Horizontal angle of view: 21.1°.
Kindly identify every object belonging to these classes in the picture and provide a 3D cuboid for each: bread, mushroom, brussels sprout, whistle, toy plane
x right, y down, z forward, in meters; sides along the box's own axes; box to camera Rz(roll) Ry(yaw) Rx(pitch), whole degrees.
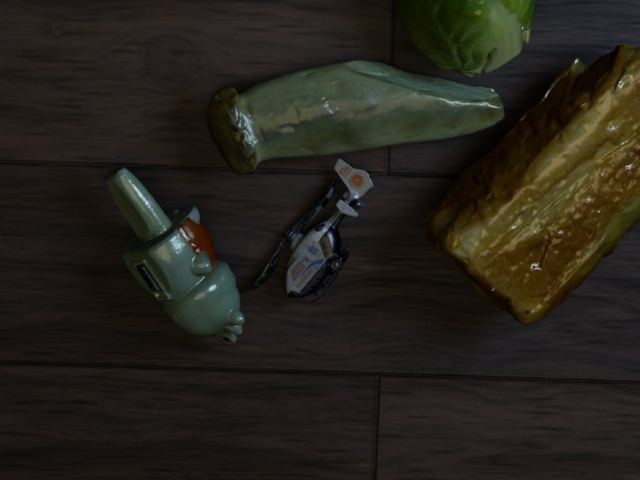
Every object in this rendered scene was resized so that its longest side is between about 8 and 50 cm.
[{"bbox_3d":[0.284,-0.068,1.937,0.344,0.149,0.195,-43,113,11],"label":"bread"},{"bbox_3d":[0.038,-0.150,1.948,0.333,0.087,0.107,-10,110,0],"label":"mushroom"},{"bbox_3d":[0.157,-0.273,1.876,0.161,0.144,0.180,-35,102,26],"label":"brussels sprout"},{"bbox_3d":[-0.168,0.021,1.991,0.102,0.106,0.253,-26,111,26],"label":"whistle"},{"bbox_3d":[0.001,0.000,2.010,0.078,0.053,0.197,35,108,0],"label":"toy plane"}]
